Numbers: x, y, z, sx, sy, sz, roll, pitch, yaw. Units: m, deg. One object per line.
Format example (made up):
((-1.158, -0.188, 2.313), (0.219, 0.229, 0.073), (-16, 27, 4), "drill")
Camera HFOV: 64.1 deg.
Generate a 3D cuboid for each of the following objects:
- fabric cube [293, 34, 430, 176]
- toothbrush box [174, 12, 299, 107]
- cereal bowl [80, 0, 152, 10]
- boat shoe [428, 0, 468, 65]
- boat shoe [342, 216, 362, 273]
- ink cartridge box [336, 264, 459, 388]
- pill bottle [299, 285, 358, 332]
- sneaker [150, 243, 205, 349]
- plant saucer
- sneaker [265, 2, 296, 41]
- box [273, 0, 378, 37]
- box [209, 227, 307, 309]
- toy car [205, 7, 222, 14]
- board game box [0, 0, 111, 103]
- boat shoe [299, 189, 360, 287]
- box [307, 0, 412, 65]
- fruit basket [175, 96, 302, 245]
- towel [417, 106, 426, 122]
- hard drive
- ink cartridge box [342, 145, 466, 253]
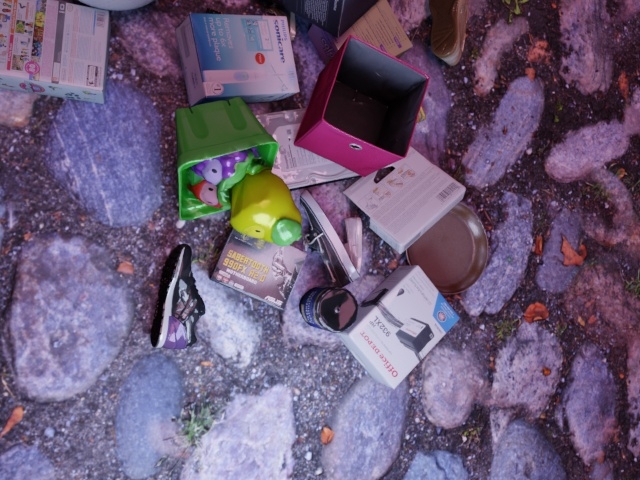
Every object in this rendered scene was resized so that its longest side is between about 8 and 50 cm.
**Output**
((0.106, -0.359, 1.435), (0.254, 0.258, 0.259), (21, 79, -17), "fabric cube")
((-0.226, -0.498, 1.423), (0.295, 0.126, 0.217), (-14, 98, -35), "toothbrush box")
((-0.563, -0.742, 1.351), (0.338, 0.141, 0.339), (6, 70, -17), "cereal bowl")
((0.438, -0.767, 1.732), (0.110, 0.121, 0.341), (13, 83, -55), "boat shoe")
((0.094, 0.018, 1.570), (0.063, 0.066, 0.184), (1, 87, -4), "boat shoe")
((0.233, 0.257, 1.560), (0.307, 0.129, 0.223), (-42, 99, -17), "ink cartridge box")
((0.013, 0.191, 1.444), (0.122, 0.219, 0.123), (2, 85, -19), "pill bottle")
((-0.372, 0.154, 1.397), (0.124, 0.107, 0.283), (14, 85, -32), "sneaker")
((0.409, 0.020, 1.681), (0.310, 0.050, 0.311), (1, 86, -18), "plant saucer")
((-0.125, -0.701, 1.551), (0.086, 0.064, 0.192), (-3, 87, -19), "sneaker")
((0.029, -0.805, 1.470), (0.312, 0.179, 0.343), (34, 64, 13), "box")
((-0.177, 0.074, 1.476), (0.231, 0.056, 0.183), (26, 78, -15), "box")
((-0.307, -0.620, 1.510), (0.040, 0.060, 0.122), (-21, 115, -61), "toy car")
((-0.714, -0.498, 1.323), (0.303, 0.097, 0.224), (5, 83, -20), "board game box")
((0.000, 0.001, 1.516), (0.104, 0.113, 0.306), (-29, 89, 2), "boat shoe")
((0.123, -0.628, 1.602), (0.243, 0.117, 0.214), (-34, 96, -19), "box")
((-0.219, -0.128, 1.315), (0.282, 0.392, 0.392), (-17, 91, -19), "fruit basket")
((0.233, -0.403, 1.671), (0.237, 0.021, 0.102), (-26, 93, -18), "towel")
((-0.041, -0.280, 1.548), (0.338, 0.064, 0.237), (-13, 89, -18), "hard drive")
((0.263, -0.142, 1.625), (0.296, 0.066, 0.261), (-39, 67, -17), "ink cartridge box")
